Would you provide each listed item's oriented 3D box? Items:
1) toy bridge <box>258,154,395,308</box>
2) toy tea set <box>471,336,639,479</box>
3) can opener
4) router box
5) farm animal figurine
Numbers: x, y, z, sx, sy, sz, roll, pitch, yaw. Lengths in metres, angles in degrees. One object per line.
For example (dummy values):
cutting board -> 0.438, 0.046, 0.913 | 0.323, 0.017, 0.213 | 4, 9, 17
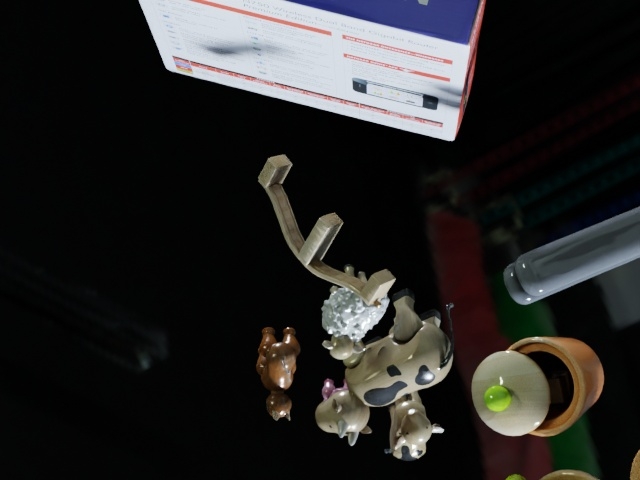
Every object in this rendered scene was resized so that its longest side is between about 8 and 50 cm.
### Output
toy bridge -> 0.000, 0.000, 1.523 | 0.026, 0.063, 0.188 | -20, -119, -44
toy tea set -> 0.227, 0.215, 1.091 | 0.336, 0.200, 0.124 | 38, -156, 24
can opener -> 0.321, 0.009, 1.518 | 0.074, 0.280, 0.093 | 124, 127, -69
router box -> -0.007, -0.218, 1.523 | 0.301, 0.335, 0.082 | 84, -159, -77
farm animal figurine -> 0.082, 0.217, 2.212 | 0.330, 0.327, 0.172 | 22, -138, -30
